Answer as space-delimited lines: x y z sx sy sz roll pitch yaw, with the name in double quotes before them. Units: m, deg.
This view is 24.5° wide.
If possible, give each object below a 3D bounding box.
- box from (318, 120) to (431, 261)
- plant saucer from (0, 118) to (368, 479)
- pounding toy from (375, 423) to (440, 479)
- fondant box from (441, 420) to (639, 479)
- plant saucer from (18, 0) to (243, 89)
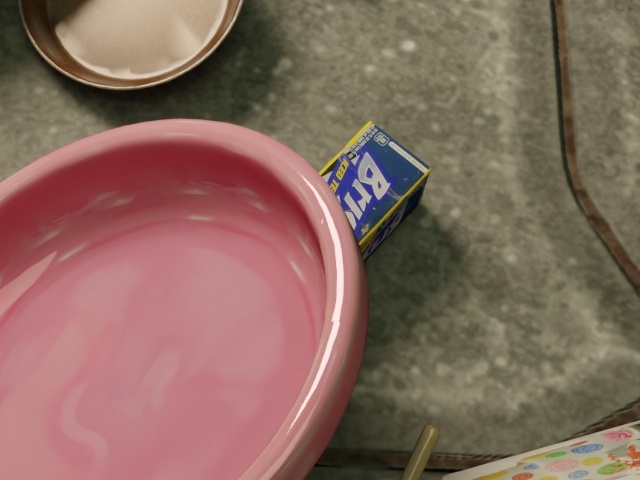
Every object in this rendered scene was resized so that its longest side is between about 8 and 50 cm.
"box" 0.000 0.000 1.005 0.059 0.054 0.169 39 69 12
"plant saucer" -0.121 0.078 0.885 0.332 0.084 0.332 -13 51 16
"pounding toy" 0.016 0.200 0.894 0.141 0.100 0.130 -12 69 -10
"fondant box" 0.265 0.168 0.854 0.330 0.238 0.096 -13 100 -11
"plant saucer" -0.134 -0.183 1.070 0.168 0.029 0.168 -2 74 5
